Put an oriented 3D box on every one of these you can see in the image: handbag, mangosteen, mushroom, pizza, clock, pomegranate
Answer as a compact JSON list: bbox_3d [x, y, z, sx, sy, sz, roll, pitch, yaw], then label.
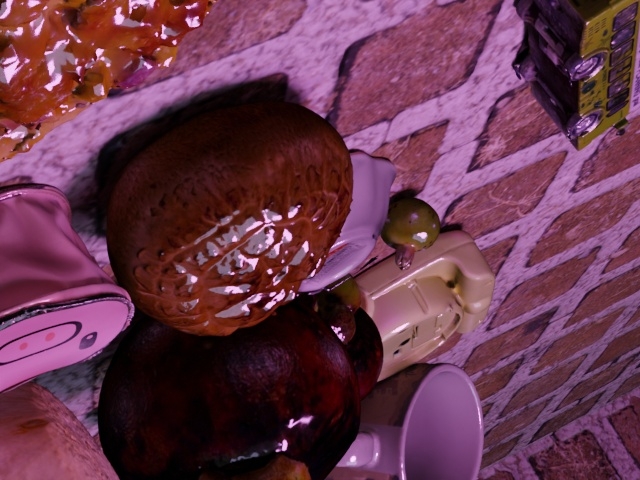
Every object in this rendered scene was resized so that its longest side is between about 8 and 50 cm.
[{"bbox_3d":[-0.276,0.052,1.282,0.205,0.116,0.179,-23,160,-25],"label":"handbag"},{"bbox_3d":[0.001,0.125,1.819,0.172,0.172,0.184,-8,126,-48],"label":"mangosteen"},{"bbox_3d":[-0.077,-0.021,1.364,0.253,0.153,0.253,-31,153,-18],"label":"mushroom"},{"bbox_3d":[-0.096,0.196,1.588,0.311,0.311,0.311,-28,160,-11],"label":"mangosteen"},{"bbox_3d":[-0.143,-0.181,0.940,0.409,0.114,0.278,-42,163,21],"label":"pizza"},{"bbox_3d":[0.084,0.114,2.001,0.308,0.096,0.235,-27,161,-9],"label":"clock"},{"bbox_3d":[0.109,-0.010,1.750,0.073,0.084,0.073,-18,163,-6],"label":"pomegranate"}]

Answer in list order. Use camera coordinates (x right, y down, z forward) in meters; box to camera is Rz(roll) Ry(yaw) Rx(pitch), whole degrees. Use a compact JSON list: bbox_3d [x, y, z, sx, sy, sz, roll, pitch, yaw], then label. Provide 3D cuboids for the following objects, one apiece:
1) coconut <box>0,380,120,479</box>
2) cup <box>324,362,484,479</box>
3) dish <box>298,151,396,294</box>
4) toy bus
[{"bbox_3d":[-0.383,0.328,1.431,0.415,0.344,0.415,-30,-156,15],"label":"coconut"},{"bbox_3d":[0.053,0.288,2.123,0.257,0.227,0.301,-2,178,35],"label":"cup"},{"bbox_3d":[0.000,0.000,1.619,0.229,0.081,0.229,-27,160,-11],"label":"dish"},{"bbox_3d":[0.281,-0.207,1.498,0.139,0.113,0.301,-34,160,-3],"label":"toy bus"}]
